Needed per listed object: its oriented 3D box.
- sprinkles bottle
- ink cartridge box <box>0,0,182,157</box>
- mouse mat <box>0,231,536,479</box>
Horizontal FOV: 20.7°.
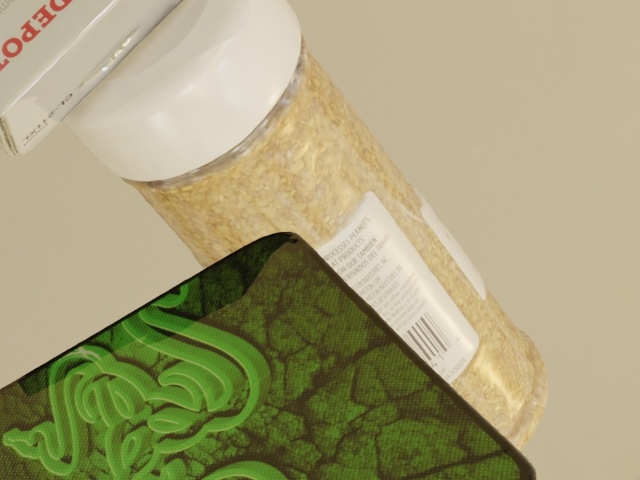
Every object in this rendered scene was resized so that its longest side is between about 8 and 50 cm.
[{"bbox_3d":[0.000,0.000,0.940,0.121,0.121,0.355,6,-32,40],"label":"sprinkles bottle"},{"bbox_3d":[-0.156,-0.144,0.777,0.175,0.127,0.072,42,-12,5],"label":"ink cartridge box"},{"bbox_3d":[-0.037,0.069,0.564,0.190,0.152,0.007,43,-20,55],"label":"mouse mat"}]
